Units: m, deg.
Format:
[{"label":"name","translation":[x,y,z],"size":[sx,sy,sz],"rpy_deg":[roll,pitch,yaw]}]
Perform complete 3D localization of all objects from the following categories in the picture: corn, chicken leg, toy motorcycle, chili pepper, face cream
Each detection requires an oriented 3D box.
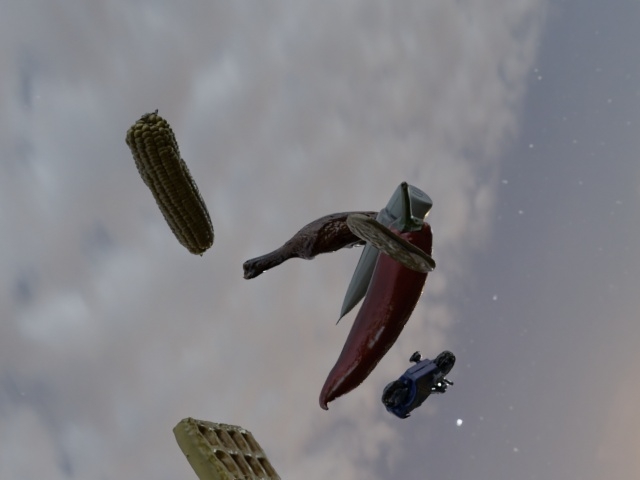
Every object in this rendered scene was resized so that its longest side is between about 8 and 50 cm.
[{"label":"corn","translation":[-0.298,-0.107,1.483],"size":[0.102,0.102,0.313],"rpy_deg":[-40,-68,-41]},{"label":"chicken leg","translation":[0.000,0.000,1.731],"size":[0.158,0.406,0.096],"rpy_deg":[87,164,-75]},{"label":"toy motorcycle","translation":[0.190,0.289,1.435],"size":[0.205,0.076,0.114],"rpy_deg":[-20,-45,-36]},{"label":"chili pepper","translation":[0.103,0.093,1.147],"size":[0.137,0.091,0.369],"rpy_deg":[7,-79,-64]},{"label":"face cream","translation":[0.118,0.029,1.495],"size":[0.314,0.089,0.143],"rpy_deg":[-59,-4,23]}]

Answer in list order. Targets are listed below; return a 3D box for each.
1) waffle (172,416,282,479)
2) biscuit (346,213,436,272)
[{"label":"waffle","translation":[-0.170,0.465,1.473],"size":[0.055,0.221,0.248],"rpy_deg":[-46,-33,5]},{"label":"biscuit","translation":[0.100,0.005,1.034],"size":[0.018,0.147,0.071],"rpy_deg":[-61,9,-17]}]
